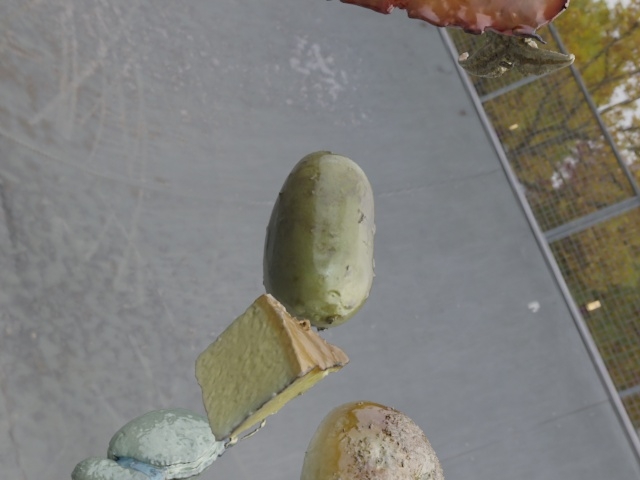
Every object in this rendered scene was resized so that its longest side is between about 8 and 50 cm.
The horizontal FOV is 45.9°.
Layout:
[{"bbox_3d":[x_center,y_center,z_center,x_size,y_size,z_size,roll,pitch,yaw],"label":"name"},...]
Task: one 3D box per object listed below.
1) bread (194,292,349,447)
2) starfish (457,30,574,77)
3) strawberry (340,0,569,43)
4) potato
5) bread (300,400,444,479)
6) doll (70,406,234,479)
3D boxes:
[{"bbox_3d":[-0.024,0.103,0.504,0.109,0.084,0.080,43,11,-43],"label":"bread"},{"bbox_3d":[0.227,-0.272,0.946,0.247,0.050,0.138,-155,-126,-65],"label":"starfish"},{"bbox_3d":[0.111,-0.330,0.686,0.150,0.280,0.253,-58,164,-68],"label":"strawberry"},{"bbox_3d":[0.000,0.000,1.257,0.210,0.173,0.307,159,-58,-65],"label":"potato"},{"bbox_3d":[0.094,0.387,1.142,0.305,0.159,0.305,43,38,-45],"label":"bread"},{"bbox_3d":[-0.169,0.229,0.836,0.214,0.104,0.071,-9,105,-52],"label":"doll"}]
